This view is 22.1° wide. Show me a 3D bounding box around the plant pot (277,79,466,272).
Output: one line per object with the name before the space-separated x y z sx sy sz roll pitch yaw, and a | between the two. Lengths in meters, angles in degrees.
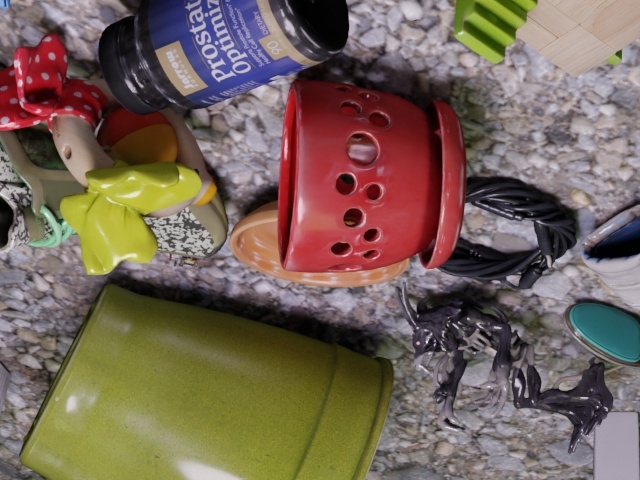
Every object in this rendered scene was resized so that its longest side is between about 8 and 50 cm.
plant pot | 0.050 -0.062 1.623 0.174 0.191 0.191 1 144 -5

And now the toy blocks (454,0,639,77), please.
toy blocks | 0.196 -0.291 1.277 0.381 0.191 0.261 29 138 -28

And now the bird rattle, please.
bird rattle | -0.212 -0.092 1.620 0.207 0.253 0.143 -7 139 -51

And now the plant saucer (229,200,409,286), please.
plant saucer | 0.000 0.000 1.806 0.200 0.037 0.200 6 158 2

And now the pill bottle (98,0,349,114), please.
pill bottle | -0.093 -0.193 1.514 0.219 0.123 0.123 -19 137 30

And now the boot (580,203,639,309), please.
boot | 0.403 0.004 1.728 0.258 0.095 0.123 -22 142 35

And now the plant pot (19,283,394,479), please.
plant pot | -0.153 0.231 1.952 0.353 0.366 0.366 26 141 -7

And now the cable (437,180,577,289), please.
cable | 0.188 -0.008 1.788 0.184 0.047 0.150 28 139 -26

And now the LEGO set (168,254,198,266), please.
LEGO set | -0.166 0.005 1.886 0.054 0.023 0.083 10 157 -1

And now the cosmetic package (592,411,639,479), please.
cosmetic package | 0.375 0.344 2.077 0.060 0.239 0.099 1 143 9

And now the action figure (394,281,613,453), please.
action figure | 0.195 0.153 1.896 0.275 0.141 0.164 26 161 -2

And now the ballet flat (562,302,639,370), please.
ballet flat | 0.373 0.130 1.930 0.213 0.072 0.068 15 147 -12

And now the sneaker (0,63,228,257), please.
sneaker | -0.288 -0.042 1.699 0.410 0.182 0.158 23 141 -22

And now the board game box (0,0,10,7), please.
board game box | -0.367 -0.302 1.477 0.160 0.039 0.211 6 145 0

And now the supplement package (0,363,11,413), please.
supplement package | -0.537 0.251 2.069 0.204 0.262 0.145 -7 141 18
